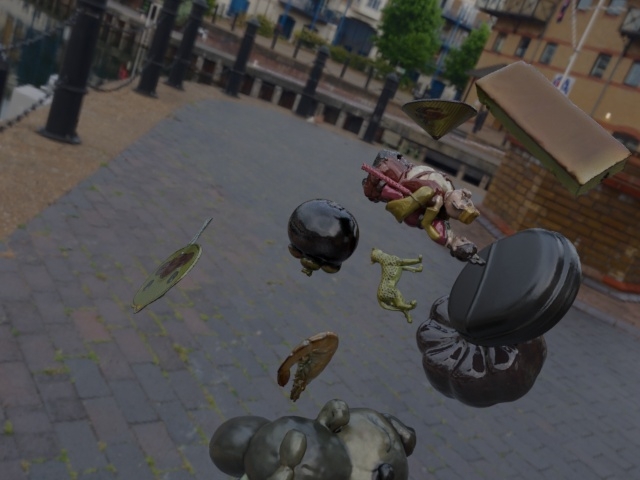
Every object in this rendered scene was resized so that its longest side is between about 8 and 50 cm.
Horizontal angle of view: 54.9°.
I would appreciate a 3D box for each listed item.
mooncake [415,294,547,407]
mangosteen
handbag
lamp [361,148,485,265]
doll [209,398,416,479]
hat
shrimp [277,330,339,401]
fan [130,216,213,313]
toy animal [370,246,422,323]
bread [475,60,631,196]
[{"bbox_3d":[0.381,0.251,1.494,0.154,0.306,0.306,47,-4,-42],"label":"mooncake"},{"bbox_3d":[0.000,0.000,1.143,0.137,0.152,0.137,18,19,-6],"label":"mangosteen"},{"bbox_3d":[0.383,0.091,1.250,0.093,0.254,0.308,34,-30,-17],"label":"handbag"},{"bbox_3d":[0.186,-0.061,1.040,0.253,0.119,0.118,37,22,33],"label":"lamp"},{"bbox_3d":[0.000,0.418,1.232,0.382,0.253,0.378,22,-1,-34],"label":"doll"},{"bbox_3d":[0.299,-0.296,1.568,0.192,0.082,0.193,5,-3,0],"label":"hat"},{"bbox_3d":[-0.038,0.266,1.278,0.133,0.236,0.053,-21,60,-42],"label":"shrimp"},{"bbox_3d":[-0.355,0.056,1.516,0.011,0.229,0.335,49,51,-23],"label":"fan"},{"bbox_3d":[0.181,0.110,1.547,0.136,0.182,0.073,6,-15,15],"label":"toy animal"},{"bbox_3d":[0.516,-0.265,1.402,0.361,0.138,0.077,55,-8,28],"label":"bread"}]
